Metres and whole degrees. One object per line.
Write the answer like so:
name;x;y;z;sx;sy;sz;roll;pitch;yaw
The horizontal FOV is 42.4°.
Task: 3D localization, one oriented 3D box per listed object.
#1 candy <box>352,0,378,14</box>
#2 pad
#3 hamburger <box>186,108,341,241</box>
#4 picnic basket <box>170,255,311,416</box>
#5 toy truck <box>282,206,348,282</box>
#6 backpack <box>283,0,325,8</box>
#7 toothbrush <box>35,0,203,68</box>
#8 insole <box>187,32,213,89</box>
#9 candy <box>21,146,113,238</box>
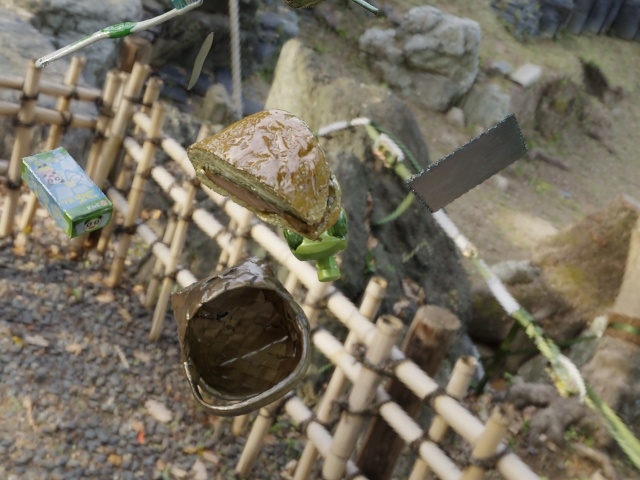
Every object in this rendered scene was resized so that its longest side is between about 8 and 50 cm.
candy;-0.025;-0.481;1.497;0.305;0.091;0.083;35;28;12
pad;0.326;-0.161;1.804;0.012;0.270;0.269;62;13;21
hamburger;-0.087;-0.160;1.633;0.330;0.162;0.209;26;64;26
picnic basket;-0.154;0.244;1.771;0.293;0.337;0.337;-24;34;-3
toy truck;-0.006;-0.020;1.898;0.148;0.210;0.187;-16;60;4
backpack;-0.039;-0.416;1.090;0.253;0.207;0.140;45;14;32
toothbrush;-0.447;-0.455;1.811;0.042;0.418;0.040;-91;156;-49
insole;-0.285;-0.421;1.948;0.004;0.188;0.064;37;53;1
candy;-0.515;-0.099;1.671;0.097;0.062;0.194;-25;62;-40
